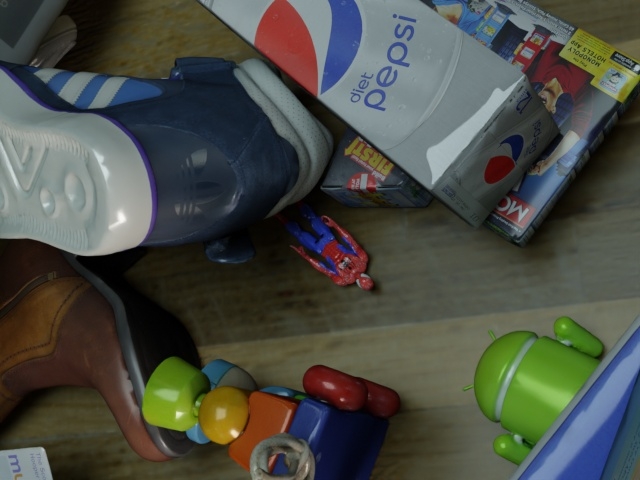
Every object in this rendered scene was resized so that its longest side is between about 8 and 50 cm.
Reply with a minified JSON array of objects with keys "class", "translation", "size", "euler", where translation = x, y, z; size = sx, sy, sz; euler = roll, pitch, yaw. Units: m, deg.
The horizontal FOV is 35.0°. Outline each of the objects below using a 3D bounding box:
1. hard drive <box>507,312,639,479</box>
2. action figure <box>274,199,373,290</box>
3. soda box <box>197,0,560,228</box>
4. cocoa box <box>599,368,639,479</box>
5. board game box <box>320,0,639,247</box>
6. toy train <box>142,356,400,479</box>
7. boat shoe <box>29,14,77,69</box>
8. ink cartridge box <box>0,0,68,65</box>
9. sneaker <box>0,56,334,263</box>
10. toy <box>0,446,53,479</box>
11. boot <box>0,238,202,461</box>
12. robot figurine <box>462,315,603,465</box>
[{"class":"hard drive","translation":[0.202,0.197,0.586],"size":[0.210,0.040,0.318],"euler":[38,93,6]},{"class":"action figure","translation":[0.000,0.000,0.778],"size":[0.038,0.030,0.115],"euler":[-48,65,0]},{"class":"soda box","translation":[0.021,-0.135,0.698],"size":[0.286,0.098,0.091],"euler":[43,97,28]},{"class":"cocoa box","translation":[0.228,0.219,0.442],"size":[0.228,0.231,0.347],"euler":[19,93,3]},{"class":"board game box","translation":[0.102,-0.082,0.735],"size":[0.194,0.060,0.194],"euler":[38,94,28]},{"class":"toy train","translation":[-0.052,0.114,0.637],"size":[0.143,0.248,0.105],"euler":[19,84,21]},{"class":"boat shoe","translation":[-0.282,-0.128,0.924],"size":[0.184,0.066,0.063],"euler":[-40,96,3]},{"class":"ink cartridge box","translation":[-0.337,-0.309,0.975],"size":[0.385,0.091,0.308],"euler":[13,71,44]},{"class":"sneaker","translation":[-0.142,-0.080,0.791],"size":[0.323,0.236,0.130],"euler":[20,118,45]},{"class":"toy","translation":[-0.302,0.245,0.797],"size":[0.237,0.056,0.137],"euler":[-11,98,29]},{"class":"boot","translation":[-0.246,0.124,0.816],"size":[0.280,0.096,0.264],"euler":[-38,64,12]},{"class":"robot figurine","translation":[0.151,0.100,0.658],"size":[0.115,0.067,0.101],"euler":[24,82,28]}]
